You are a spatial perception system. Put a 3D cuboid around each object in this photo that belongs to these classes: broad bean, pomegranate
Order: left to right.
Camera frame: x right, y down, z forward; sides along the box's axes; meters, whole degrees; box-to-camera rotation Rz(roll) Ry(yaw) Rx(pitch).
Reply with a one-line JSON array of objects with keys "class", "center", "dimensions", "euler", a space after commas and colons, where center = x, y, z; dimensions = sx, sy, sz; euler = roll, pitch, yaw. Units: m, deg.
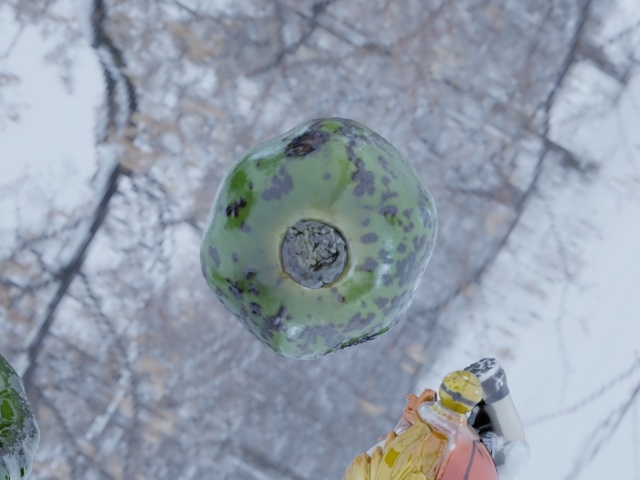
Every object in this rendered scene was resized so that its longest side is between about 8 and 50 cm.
[{"class": "broad bean", "center": [-0.349, 0.185, 1.613], "dimensions": [0.049, 0.144, 0.292], "euler": [-43, 35, 11]}, {"class": "pomegranate", "center": [0.000, 0.000, 1.580], "dimensions": [0.254, 0.254, 0.270], "euler": [-60, 2, 3]}]

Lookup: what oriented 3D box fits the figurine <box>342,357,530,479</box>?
[{"class": "figurine", "center": [0.153, 0.321, 2.052], "dimensions": [0.323, 0.196, 0.320], "euler": [-37, -26, -51]}]
